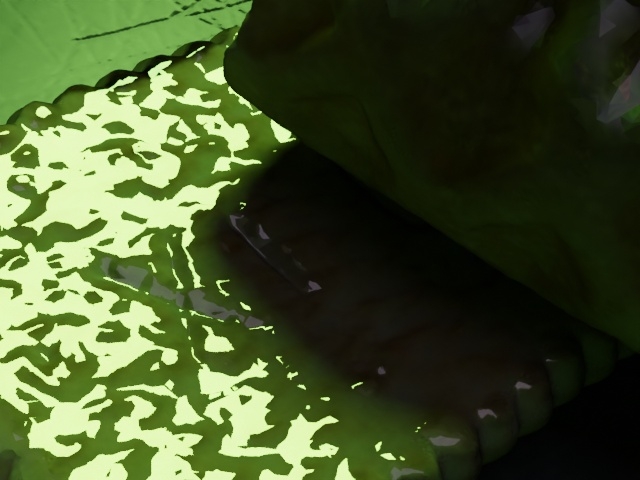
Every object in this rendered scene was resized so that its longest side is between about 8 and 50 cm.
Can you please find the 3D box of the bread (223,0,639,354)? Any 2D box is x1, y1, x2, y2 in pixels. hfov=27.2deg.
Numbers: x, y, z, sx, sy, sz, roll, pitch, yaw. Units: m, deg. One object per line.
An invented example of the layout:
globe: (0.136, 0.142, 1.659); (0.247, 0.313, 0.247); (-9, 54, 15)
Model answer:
bread: (0.114, -0.042, 0.444); (0.268, 0.130, 0.152); (34, 82, 14)

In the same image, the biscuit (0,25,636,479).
biscuit: (0.000, 0.000, 0.482); (0.217, 0.044, 0.325); (42, 48, 20)
